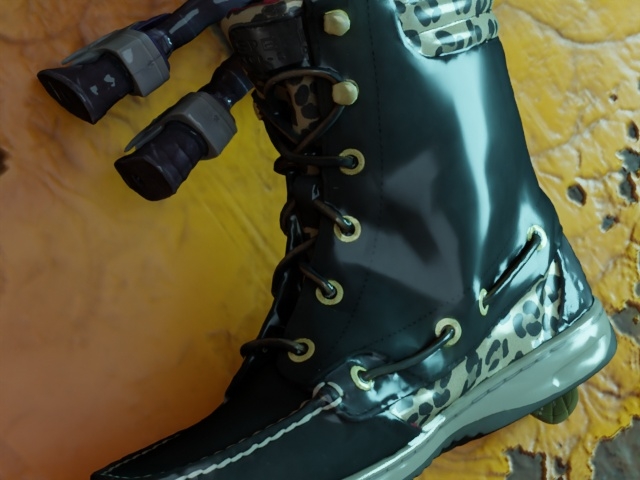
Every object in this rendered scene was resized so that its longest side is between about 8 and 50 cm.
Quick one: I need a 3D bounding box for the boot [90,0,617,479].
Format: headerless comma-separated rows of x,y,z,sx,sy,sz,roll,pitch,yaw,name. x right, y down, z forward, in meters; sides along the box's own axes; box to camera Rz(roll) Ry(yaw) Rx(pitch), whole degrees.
0.000,0.000,1.023,0.377,0.138,0.284,-21,101,-32,boot

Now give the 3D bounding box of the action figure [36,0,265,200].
-0.036,-0.155,1.134,0.285,0.099,0.185,-40,104,-15,action figure

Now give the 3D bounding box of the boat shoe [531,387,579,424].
0.114,0.074,1.192,0.135,0.045,0.050,46,79,-13,boat shoe
